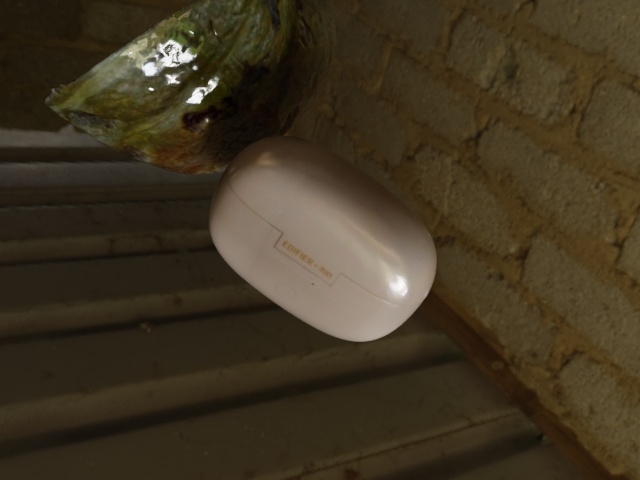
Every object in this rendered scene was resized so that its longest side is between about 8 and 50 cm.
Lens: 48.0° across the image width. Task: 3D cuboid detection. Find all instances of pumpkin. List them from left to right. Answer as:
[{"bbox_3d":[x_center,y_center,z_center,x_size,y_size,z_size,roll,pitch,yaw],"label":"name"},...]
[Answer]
[{"bbox_3d":[-0.076,-0.149,0.666,0.312,0.148,0.169,-35,-166,-14],"label":"pumpkin"}]

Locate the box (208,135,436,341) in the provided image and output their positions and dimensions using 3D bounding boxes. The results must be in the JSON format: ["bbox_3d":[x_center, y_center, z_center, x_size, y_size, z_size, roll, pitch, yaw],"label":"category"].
[{"bbox_3d":[0.000,0.000,0.613,0.200,0.146,0.088,34,-143,0],"label":"box"}]
